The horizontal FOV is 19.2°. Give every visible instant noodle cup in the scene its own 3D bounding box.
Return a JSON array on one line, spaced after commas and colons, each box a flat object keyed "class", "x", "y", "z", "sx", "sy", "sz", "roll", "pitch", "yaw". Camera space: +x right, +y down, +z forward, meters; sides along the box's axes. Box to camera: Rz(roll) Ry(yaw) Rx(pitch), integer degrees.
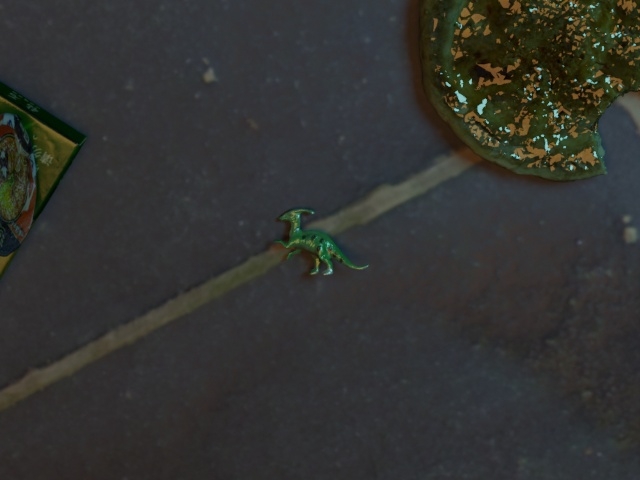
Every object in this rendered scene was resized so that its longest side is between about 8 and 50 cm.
[{"class": "instant noodle cup", "x": -0.331, "y": -0.049, "z": 1.629, "sx": 0.135, "sy": 0.127, "sz": 0.127, "roll": 1, "pitch": 109, "yaw": 15}]

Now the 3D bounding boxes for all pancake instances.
[{"class": "pancake", "x": 0.201, "y": -0.169, "z": 1.604, "sx": 0.253, "sy": 0.037, "sz": 0.254, "roll": 2, "pitch": 110, "yaw": 5}]

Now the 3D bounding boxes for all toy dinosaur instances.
[{"class": "toy dinosaur", "x": 0.000, "y": 0.000, "z": 1.693, "sx": 0.083, "sy": 0.021, "sz": 0.062, "roll": -6, "pitch": 95, "yaw": 9}]

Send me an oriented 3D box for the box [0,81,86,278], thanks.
[{"class": "box", "x": -0.325, "y": -0.032, "z": 1.708, "sx": 0.132, "sy": 0.034, "sz": 0.235, "roll": 33, "pitch": 109, "yaw": -5}]
